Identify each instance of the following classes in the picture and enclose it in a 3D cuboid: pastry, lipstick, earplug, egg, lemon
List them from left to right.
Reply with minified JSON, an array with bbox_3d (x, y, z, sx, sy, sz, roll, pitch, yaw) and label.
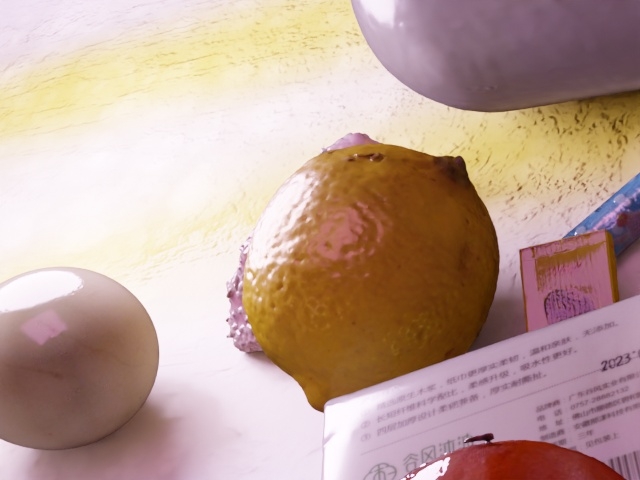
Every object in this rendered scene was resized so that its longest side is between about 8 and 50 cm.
[{"bbox_3d":[-0.275,0.120,1.790,0.242,0.186,0.186,-8,45,32],"label":"egg"},{"bbox_3d":[-0.006,-0.006,1.784,0.103,0.112,0.265,25,68,37],"label":"pastry"},{"bbox_3d":[0.041,0.034,1.613,0.228,0.228,0.253,23,69,48],"label":"lemon"},{"bbox_3d":[0.221,-0.286,1.746,0.394,0.312,0.312,-9,45,31],"label":"earplug"},{"bbox_3d":[0.270,-0.012,1.631,0.158,0.048,0.048,-40,38,-6],"label":"lipstick"}]

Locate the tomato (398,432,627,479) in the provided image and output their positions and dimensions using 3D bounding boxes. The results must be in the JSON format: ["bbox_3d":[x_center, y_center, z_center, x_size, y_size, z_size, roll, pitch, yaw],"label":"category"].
[{"bbox_3d":[0.124,0.311,1.166,0.338,0.338,0.143,-21,11,18],"label":"tomato"}]

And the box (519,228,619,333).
[{"bbox_3d":[0.224,0.071,1.559,0.087,0.023,0.155,-16,63,28],"label":"box"}]

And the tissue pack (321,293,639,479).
[{"bbox_3d":[0.192,0.205,1.345,0.357,0.194,0.266,-20,37,17],"label":"tissue pack"}]
